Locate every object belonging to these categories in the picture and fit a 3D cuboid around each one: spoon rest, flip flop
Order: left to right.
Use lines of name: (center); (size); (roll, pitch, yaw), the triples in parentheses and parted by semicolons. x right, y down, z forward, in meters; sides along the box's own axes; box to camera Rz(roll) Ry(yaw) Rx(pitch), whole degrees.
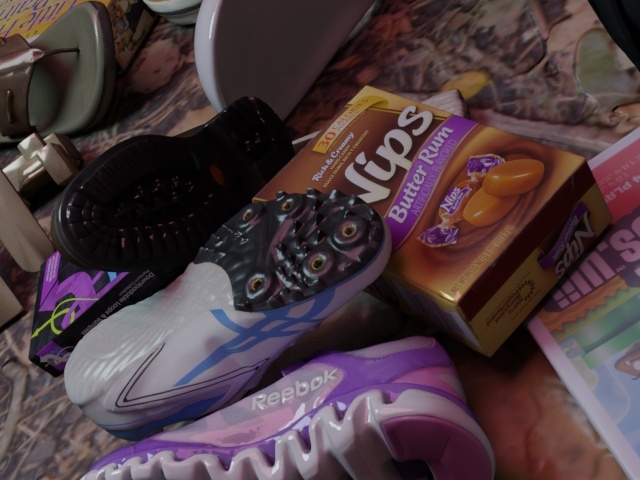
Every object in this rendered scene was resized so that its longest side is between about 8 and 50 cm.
flip flop: (-0.289, -0.148, 1.218); (0.277, 0.080, 0.112); (-10, 85, 40)
spoon rest: (-0.017, -0.189, 1.030); (0.084, 0.137, 0.276); (5, 37, 25)

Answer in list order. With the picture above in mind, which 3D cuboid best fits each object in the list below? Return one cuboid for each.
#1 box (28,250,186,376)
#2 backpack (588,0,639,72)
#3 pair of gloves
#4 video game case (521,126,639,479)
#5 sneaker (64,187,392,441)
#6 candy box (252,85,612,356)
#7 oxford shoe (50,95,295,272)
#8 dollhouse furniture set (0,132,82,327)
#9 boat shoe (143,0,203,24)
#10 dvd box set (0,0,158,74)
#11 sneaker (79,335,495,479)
box: (-0.150, 0.012, 0.954); (0.162, 0.029, 0.116); (-38, 31, 19)
backpack: (0.197, -0.141, 0.627); (0.144, 0.188, 0.166); (-42, 30, 23)
pair of gloves: (0.000, 0.000, 0.845); (0.204, 0.042, 0.240); (-19, 38, 26)
video game case: (0.209, 0.021, 0.638); (0.204, 0.025, 0.285); (-34, 34, 5)
sneaker: (-0.046, 0.047, 0.733); (0.237, 0.086, 0.085); (-31, 40, 32)
candy box: (0.058, -0.018, 0.740); (0.109, 0.053, 0.186); (-46, 39, -15)
oxford shoe: (-0.103, -0.021, 0.819); (0.096, 0.083, 0.227); (-26, 2, 30)
dollhouse furniture set: (-0.255, -0.004, 1.102); (0.144, 0.123, 0.151); (-36, -2, 3)
boat shoe: (0.006, -0.412, 1.241); (0.500, 0.156, 0.187); (-38, 31, -3)
dvd box set: (-0.263, -0.308, 1.448); (0.307, 0.062, 0.420); (-11, 41, 35)
sneaker: (-0.019, 0.111, 0.692); (0.236, 0.095, 0.105); (-18, 31, 20)
